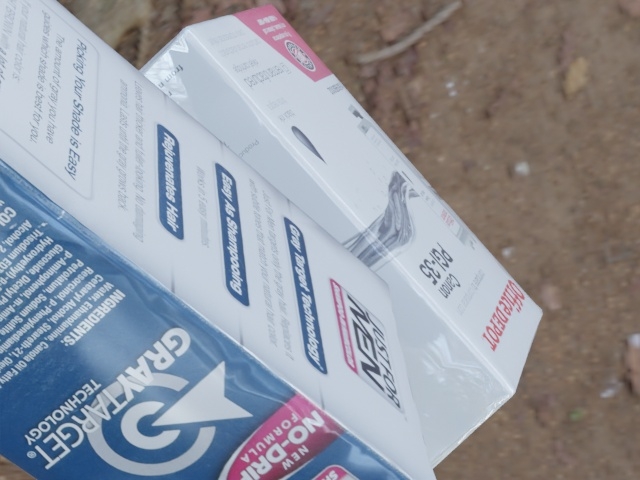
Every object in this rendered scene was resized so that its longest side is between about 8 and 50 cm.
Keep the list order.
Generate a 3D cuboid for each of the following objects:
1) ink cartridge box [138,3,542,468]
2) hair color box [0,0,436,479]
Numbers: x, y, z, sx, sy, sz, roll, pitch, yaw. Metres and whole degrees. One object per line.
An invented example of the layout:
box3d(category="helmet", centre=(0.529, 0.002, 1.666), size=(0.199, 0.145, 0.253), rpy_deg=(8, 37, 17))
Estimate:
box3d(category="ink cartridge box", centre=(0.000, 0.000, 1.046), size=(0.117, 0.207, 0.283), rpy_deg=(-42, 90, 17))
box3d(category="hair color box", centre=(-0.112, -0.006, 0.678), size=(0.105, 0.174, 0.347), rpy_deg=(-41, 117, 18))
